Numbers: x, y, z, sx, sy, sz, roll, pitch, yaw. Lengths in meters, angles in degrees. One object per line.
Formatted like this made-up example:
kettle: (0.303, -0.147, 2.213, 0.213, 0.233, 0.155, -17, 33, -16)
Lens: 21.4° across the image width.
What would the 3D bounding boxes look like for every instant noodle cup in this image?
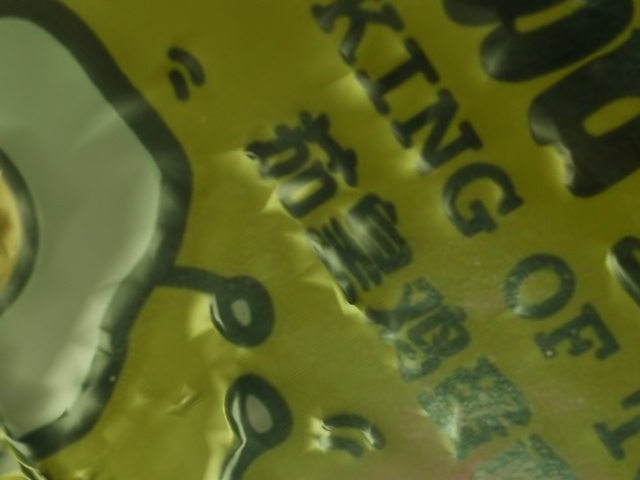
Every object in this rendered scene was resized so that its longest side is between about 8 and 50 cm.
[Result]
instant noodle cup: (0.000, 0.000, 0.471, 0.326, 0.325, 0.254, -61, 7, 16)
